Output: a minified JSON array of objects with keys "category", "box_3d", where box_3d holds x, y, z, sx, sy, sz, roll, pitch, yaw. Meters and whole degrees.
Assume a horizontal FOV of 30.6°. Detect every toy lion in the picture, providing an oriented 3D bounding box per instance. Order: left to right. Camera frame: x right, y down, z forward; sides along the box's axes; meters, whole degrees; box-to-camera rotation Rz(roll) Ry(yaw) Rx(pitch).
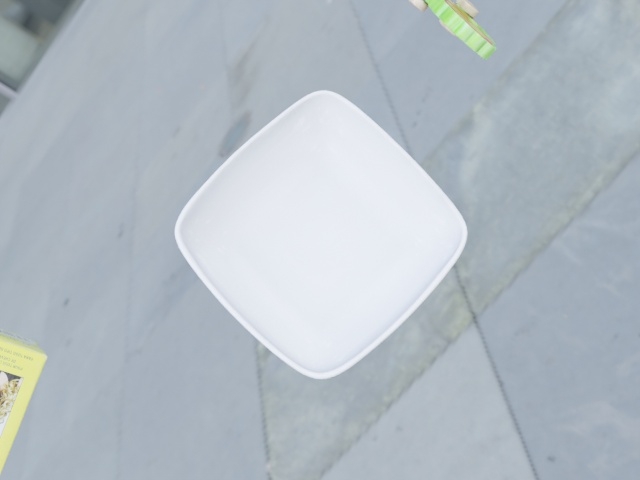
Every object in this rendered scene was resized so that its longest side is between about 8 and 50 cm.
[{"category":"toy lion","box_3d":[0.124,-0.191,1.030,0.034,0.100,0.096,-47,56,16]}]

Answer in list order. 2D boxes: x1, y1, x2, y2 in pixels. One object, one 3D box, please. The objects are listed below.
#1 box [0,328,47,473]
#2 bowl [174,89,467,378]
[{"category":"box","box_3d":[-0.265,0.174,0.822,0.087,0.058,0.232,5,74,69]},{"category":"bowl","box_3d":[0.000,0.000,0.712,0.142,0.142,0.053,-43,-6,-8]}]
